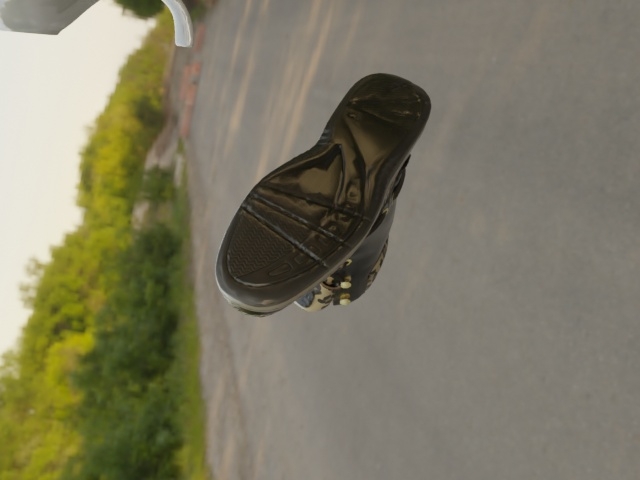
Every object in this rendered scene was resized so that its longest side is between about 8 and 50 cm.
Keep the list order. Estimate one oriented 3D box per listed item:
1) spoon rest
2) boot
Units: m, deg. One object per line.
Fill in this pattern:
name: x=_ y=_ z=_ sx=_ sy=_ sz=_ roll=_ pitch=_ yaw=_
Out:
spoon rest: x=-0.291 y=-0.289 z=1.329 sx=0.137 sy=0.276 sz=0.084 roll=-154 pitch=68 yaw=-64
boot: x=0.000 y=0.000 z=1.340 sx=0.377 sy=0.138 sz=0.284 roll=-56 pitch=-13 yaw=-33
